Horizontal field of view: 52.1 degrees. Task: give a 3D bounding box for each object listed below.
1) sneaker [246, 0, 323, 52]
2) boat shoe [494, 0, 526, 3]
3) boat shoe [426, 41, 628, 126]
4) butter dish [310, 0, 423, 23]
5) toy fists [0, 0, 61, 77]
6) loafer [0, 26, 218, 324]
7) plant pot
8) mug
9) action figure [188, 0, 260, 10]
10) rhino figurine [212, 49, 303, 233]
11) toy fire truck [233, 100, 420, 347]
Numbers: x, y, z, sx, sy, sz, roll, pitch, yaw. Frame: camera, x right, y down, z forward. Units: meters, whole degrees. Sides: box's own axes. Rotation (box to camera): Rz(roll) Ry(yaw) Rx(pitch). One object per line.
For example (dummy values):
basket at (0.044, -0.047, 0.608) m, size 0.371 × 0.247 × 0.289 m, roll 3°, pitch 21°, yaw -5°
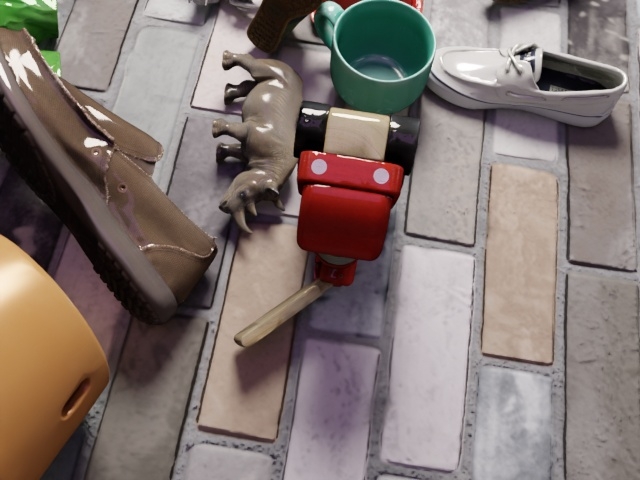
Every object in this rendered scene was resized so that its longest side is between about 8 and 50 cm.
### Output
sneaker at (-0.029, -0.321, 0.836) m, size 0.064 × 0.192 × 0.086 m, roll 37°, pitch 62°, yaw -16°
boat shoe at (0.304, -0.396, 0.952) m, size 0.189 × 0.068 × 0.072 m, roll -18°, pitch 56°, yaw -20°
boat shoe at (0.266, -0.221, 0.857) m, size 0.258 × 0.084 × 0.095 m, roll 8°, pitch 67°, yaw 0°
butter dish at (0.067, -0.382, 0.898) m, size 0.160 × 0.118 × 0.160 m, roll 2°, pitch 68°, yaw -3°
toy fists at (-0.405, -0.241, 0.828) m, size 0.142 × 0.096 × 0.279 m, roll -3°, pitch 67°, yaw -21°
loafer at (-0.247, -0.082, 0.732) m, size 0.130 × 0.133 × 0.366 m, roll -37°, pitch 97°, yaw -30°
plant pot at (-0.337, 0.124, 0.594) m, size 0.290 × 0.291 × 0.203 m, roll 37°, pitch 54°, yaw 12°
mug at (0.072, -0.239, 0.848) m, size 0.129 × 0.097 × 0.158 m, roll -16°, pitch 68°, yaw -9°
action figure at (-0.106, -0.434, 0.925) m, size 0.185 × 0.099 × 0.285 m, roll 32°, pitch 72°, yaw 5°
rhino figurine at (-0.077, -0.122, 0.806) m, size 0.106 × 0.073 × 0.243 m, roll 3°, pitch 68°, yaw 1°
toy fire truck at (0.000, 0.000, 0.693) m, size 0.158 × 0.217 × 0.247 m, roll 9°, pitch 82°, yaw 1°
